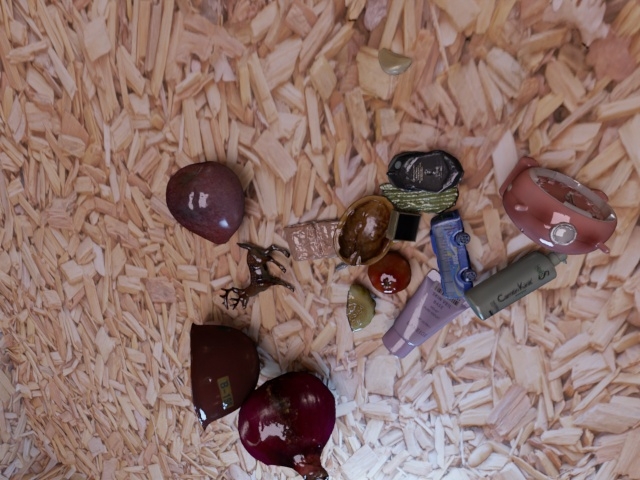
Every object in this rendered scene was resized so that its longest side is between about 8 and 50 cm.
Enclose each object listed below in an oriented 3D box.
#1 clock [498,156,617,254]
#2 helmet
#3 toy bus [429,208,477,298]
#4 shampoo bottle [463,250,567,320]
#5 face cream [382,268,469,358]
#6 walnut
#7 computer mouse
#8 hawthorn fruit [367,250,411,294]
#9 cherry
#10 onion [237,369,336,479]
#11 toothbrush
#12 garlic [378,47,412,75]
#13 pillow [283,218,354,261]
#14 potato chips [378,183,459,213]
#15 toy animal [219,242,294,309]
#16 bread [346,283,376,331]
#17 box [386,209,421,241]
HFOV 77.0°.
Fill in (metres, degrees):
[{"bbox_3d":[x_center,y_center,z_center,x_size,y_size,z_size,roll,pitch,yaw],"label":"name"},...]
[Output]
[{"bbox_3d":[0.508,-0.054,0.881,0.227,0.241,0.142,28,124,6],"label":"clock"},{"bbox_3d":[-0.330,0.463,1.430,0.231,0.337,0.383,-9,109,-13],"label":"helmet"},{"bbox_3d":[0.350,0.040,1.066,0.094,0.079,0.236,-13,109,10],"label":"toy bus"},{"bbox_3d":[0.497,0.100,1.014,0.263,0.085,0.085,-33,100,6],"label":"shampoo bottle"},{"bbox_3d":[0.302,0.227,1.188,0.154,0.096,0.273,39,108,4],"label":"face cream"},{"bbox_3d":[0.120,-0.033,1.117,0.167,0.087,0.211,24,101,-16],"label":"walnut"},{"bbox_3d":[0.265,-0.174,1.016,0.193,0.062,0.105,6,100,30],"label":"computer mouse"},{"bbox_3d":[0.196,0.102,1.145,0.125,0.140,0.125,5,147,3],"label":"hawthorn fruit"},{"bbox_3d":[-0.329,-0.117,1.206,0.240,0.205,0.239,3,147,2],"label":"cherry"},{"bbox_3d":[-0.084,0.637,1.339,0.385,0.348,0.347,50,133,44],"label":"onion"},{"bbox_3d":[0.159,0.028,1.176,0.288,0.024,0.021,-29,98,29],"label":"toothbrush"},{"bbox_3d":[0.171,-0.421,0.954,0.083,0.041,0.053,33,116,12],"label":"garlic"},{"bbox_3d":[0.000,0.000,1.217,0.233,0.043,0.126,-7,106,26],"label":"pillow"},{"bbox_3d":[0.259,-0.113,1.069,0.208,0.028,0.091,1,112,19],"label":"potato chips"},{"bbox_3d":[-0.217,0.123,1.348,0.260,0.087,0.243,4,101,21],"label":"toy animal"},{"bbox_3d":[0.124,0.200,1.237,0.095,0.083,0.157,-13,110,23],"label":"bread"},{"bbox_3d":[0.225,-0.038,1.079,0.084,0.035,0.079,4,103,-24],"label":"box"}]
